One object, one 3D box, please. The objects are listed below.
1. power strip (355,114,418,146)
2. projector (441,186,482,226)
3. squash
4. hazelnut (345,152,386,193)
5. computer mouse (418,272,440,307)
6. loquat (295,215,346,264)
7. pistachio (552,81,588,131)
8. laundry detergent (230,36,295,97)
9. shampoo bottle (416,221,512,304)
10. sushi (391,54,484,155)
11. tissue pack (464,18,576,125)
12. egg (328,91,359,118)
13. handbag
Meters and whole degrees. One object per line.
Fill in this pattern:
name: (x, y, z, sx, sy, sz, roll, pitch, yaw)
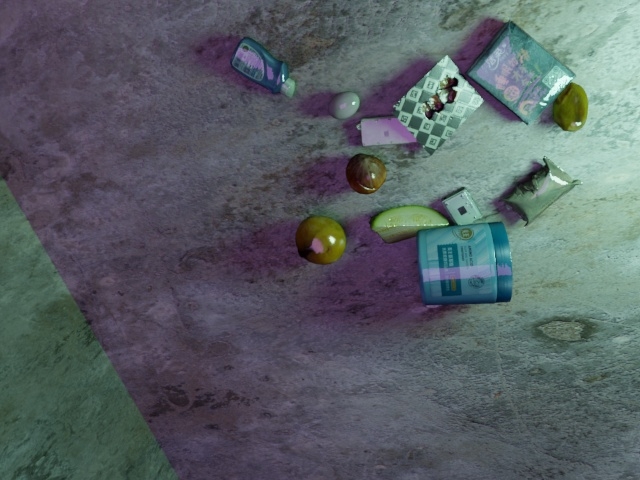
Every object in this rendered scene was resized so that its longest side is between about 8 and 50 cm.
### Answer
power strip: (0.285, -0.455, 1.829, 0.271, 0.046, 0.117, -1, 115, 13)
projector: (0.600, -0.137, 1.877, 0.115, 0.061, 0.147, -30, 103, 22)
squash: (0.377, -0.100, 1.911, 0.289, 0.111, 0.203, -20, 146, 25)
hazelnut: (0.199, -0.284, 1.860, 0.182, 0.182, 0.181, 5, 113, 12)
computer mouse: (0.513, 0.219, 2.053, 0.102, 0.045, 0.198, -13, 102, 11)
loquat: (0.000, 0.000, 1.991, 0.235, 0.235, 0.234, 5, 113, 12)
pistachio: (0.926, -0.484, 1.630, 0.110, 0.100, 0.189, 4, 79, -18)
laundry detergent: (-0.223, -0.703, 1.833, 0.290, 0.094, 0.143, 34, 110, -5)
shampoo bottle: (0.582, 0.100, 1.828, 0.343, 0.331, 0.330, -5, 111, 15)
sushi: (0.452, -0.530, 1.739, 0.264, 0.050, 0.290, 39, 105, -22)
tissue pack: (0.729, -0.611, 1.623, 0.316, 0.103, 0.228, 38, 114, -4)
egg: (0.096, -0.551, 1.804, 0.135, 0.103, 0.103, -22, 105, 20)
handbag: (0.864, -0.195, 1.761, 0.182, 0.117, 0.270, 45, 116, 2)
